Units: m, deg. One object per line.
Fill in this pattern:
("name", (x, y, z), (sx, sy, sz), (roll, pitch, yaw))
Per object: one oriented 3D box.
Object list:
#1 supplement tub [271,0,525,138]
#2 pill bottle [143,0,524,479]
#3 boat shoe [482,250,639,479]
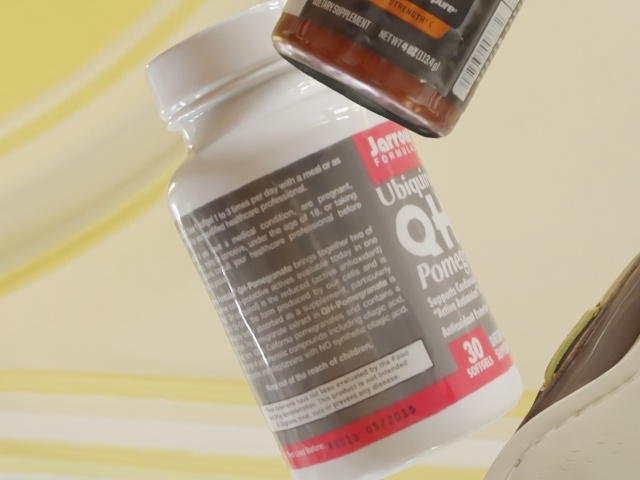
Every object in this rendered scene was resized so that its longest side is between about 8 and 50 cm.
("supplement tub", (0.063, -0.157, 0.790), (0.106, 0.106, 0.198), (29, -88, 36))
("pill bottle", (0.000, 0.000, 1.110), (0.176, 0.176, 0.318), (-25, -90, 28))
("boat shoe", (0.162, 0.090, 0.805), (0.117, 0.097, 0.324), (36, -103, -1))
